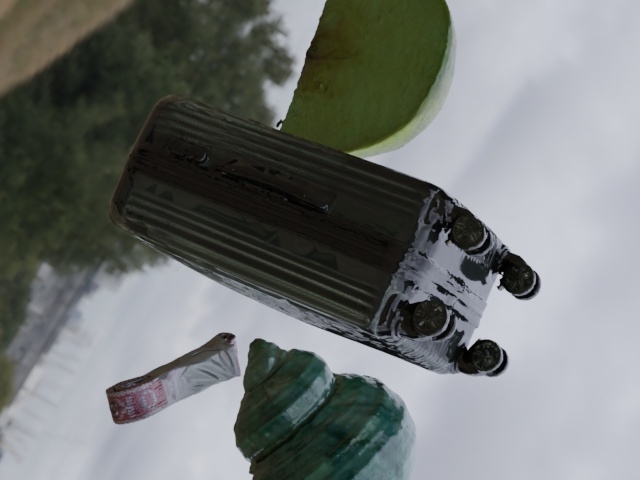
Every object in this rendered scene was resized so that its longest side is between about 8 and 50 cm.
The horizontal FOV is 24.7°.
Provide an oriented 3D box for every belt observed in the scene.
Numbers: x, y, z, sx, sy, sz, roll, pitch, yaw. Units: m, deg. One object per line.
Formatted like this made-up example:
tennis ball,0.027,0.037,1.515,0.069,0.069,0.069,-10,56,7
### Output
belt,-0.178,0.177,1.874,0.071,0.053,0.232,-6,-168,40

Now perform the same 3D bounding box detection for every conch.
conch,-0.003,0.184,1.360,0.196,0.202,0.134,-21,143,-58

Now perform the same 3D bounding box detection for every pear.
pear,0.098,-0.212,1.753,0.239,0.139,0.288,18,-92,56

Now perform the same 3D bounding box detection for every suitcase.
suitcase,0.000,0.000,1.149,0.128,0.312,0.202,-66,154,-4
